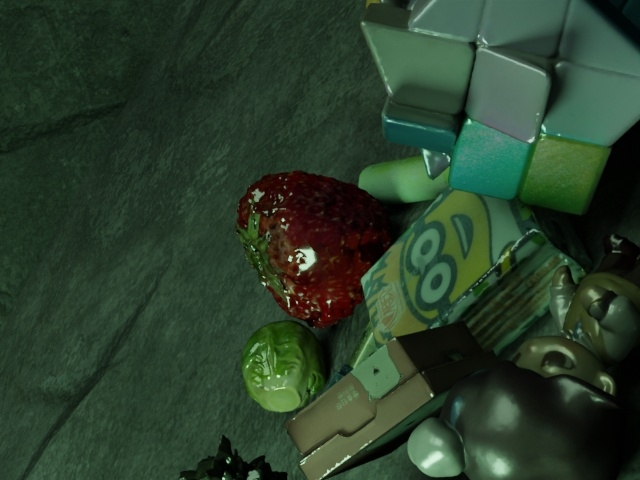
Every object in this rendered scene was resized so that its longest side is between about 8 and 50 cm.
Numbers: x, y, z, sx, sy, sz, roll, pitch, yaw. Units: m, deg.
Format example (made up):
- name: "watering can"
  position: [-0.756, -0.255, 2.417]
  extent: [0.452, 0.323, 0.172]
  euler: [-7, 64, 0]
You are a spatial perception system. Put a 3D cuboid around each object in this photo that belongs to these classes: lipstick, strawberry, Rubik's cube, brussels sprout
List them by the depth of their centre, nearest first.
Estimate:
- name: "Rubik's cube"
  position: [0.243, -0.225, 1.621]
  extent: [0.368, 0.387, 0.358]
  euler: [-43, 11, 26]
- name: "lipstick"
  position: [0.077, 0.162, 1.987]
  extent: [0.312, 0.051, 0.051]
  euler: [-62, 25, -5]
- name: "lipstick"
  position: [0.167, -0.099, 2.059]
  extent: [0.304, 0.076, 0.076]
  euler: [-6, 59, 57]
- name: "strawberry"
  position: [0.000, 0.000, 2.108]
  extent: [0.220, 0.274, 0.274]
  euler: [-23, 23, -17]
- name: "brussels sprout"
  position: [-0.066, 0.200, 2.113]
  extent: [0.155, 0.117, 0.155]
  euler: [-40, 27, 26]

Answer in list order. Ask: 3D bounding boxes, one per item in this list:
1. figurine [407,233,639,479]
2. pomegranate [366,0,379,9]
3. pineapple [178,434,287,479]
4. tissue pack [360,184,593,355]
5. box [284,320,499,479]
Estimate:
- name: "figurine"
  position: [0.281, 0.141, 1.510]
  extent: [0.218, 0.206, 0.365]
  euler: [13, 73, 46]
- name: "pomegranate"
  position: [0.164, -0.394, 2.249]
  extent: [0.196, 0.196, 0.196]
  euler: [-39, 34, 34]
- name: "pineapple"
  position: [-0.023, 0.383, 1.629]
  extent: [0.202, 0.362, 0.202]
  euler: [-43, 22, 22]
- name: "tissue pack"
  position: [0.202, 0.046, 1.806]
  extent: [0.311, 0.128, 0.228]
  euler: [-46, 31, 24]
- name: "box"
  position: [0.091, 0.197, 1.646]
  extent: [0.215, 0.215, 0.086]
  euler: [-40, 73, 26]
